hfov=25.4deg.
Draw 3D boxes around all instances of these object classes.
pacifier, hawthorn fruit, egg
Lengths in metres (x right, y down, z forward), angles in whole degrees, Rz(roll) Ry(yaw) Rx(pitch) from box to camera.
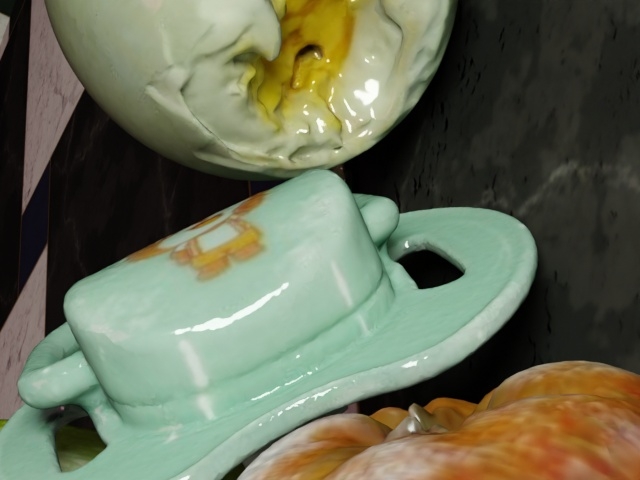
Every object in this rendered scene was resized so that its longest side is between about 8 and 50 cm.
[{"bbox_3d":[-0.023,0.105,0.842,0.288,0.343,0.269,-130,18,-69],"label":"pacifier"},{"bbox_3d":[0.085,0.166,0.589,0.235,0.263,0.231,-44,6,38],"label":"hawthorn fruit"},{"bbox_3d":[-0.055,-0.199,0.972,0.278,0.278,0.336,-66,31,26],"label":"egg"}]

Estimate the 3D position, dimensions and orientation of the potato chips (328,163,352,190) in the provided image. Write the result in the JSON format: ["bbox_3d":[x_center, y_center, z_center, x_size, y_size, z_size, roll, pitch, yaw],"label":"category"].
[{"bbox_3d":[-0.001,0.000,1.066,0.092,0.028,0.207,-46,41,49],"label":"potato chips"}]

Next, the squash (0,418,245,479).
[{"bbox_3d":[-0.155,0.229,0.953,0.233,0.309,0.210,-48,38,49],"label":"squash"}]
